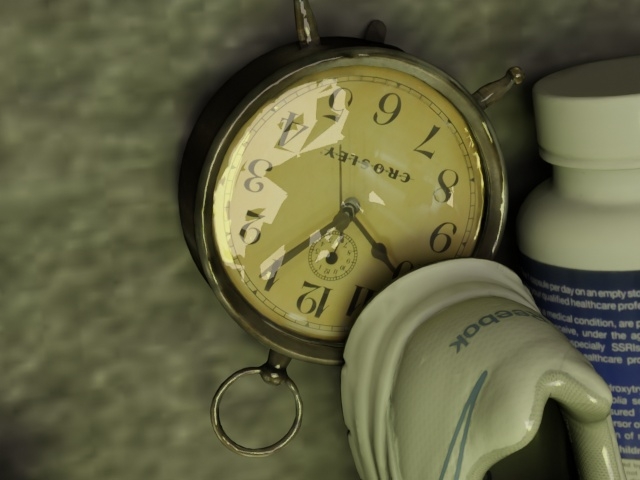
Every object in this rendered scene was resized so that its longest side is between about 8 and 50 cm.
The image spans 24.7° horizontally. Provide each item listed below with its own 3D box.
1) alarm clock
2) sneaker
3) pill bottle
[{"bbox_3d":[0.000,0.000,0.603,0.129,0.064,0.192,20,95,-20],"label":"alarm clock"},{"bbox_3d":[0.076,0.160,0.562,0.111,0.129,0.297,-17,105,-11],"label":"sneaker"},{"bbox_3d":[0.142,0.020,0.625,0.112,0.112,0.186,-14,107,-13],"label":"pill bottle"}]
